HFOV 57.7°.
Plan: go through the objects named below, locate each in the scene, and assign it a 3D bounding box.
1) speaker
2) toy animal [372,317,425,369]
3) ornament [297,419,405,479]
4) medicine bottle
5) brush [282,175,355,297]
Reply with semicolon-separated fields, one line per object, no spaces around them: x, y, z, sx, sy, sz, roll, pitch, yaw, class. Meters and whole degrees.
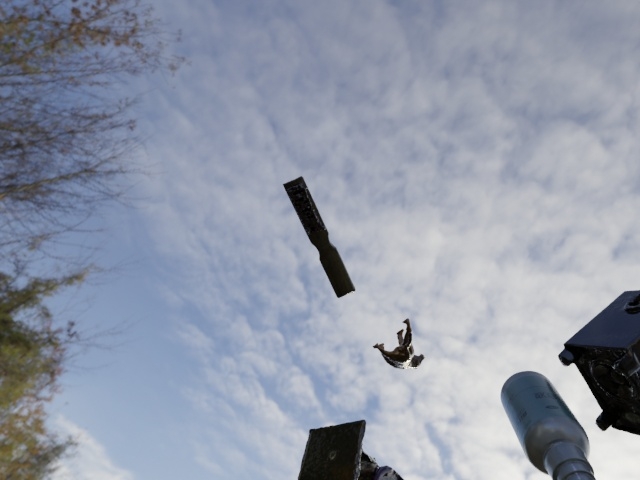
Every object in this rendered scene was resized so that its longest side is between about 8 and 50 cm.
0.679;0.255;1.205;0.232;0.254;0.184;59;-20;-4;speaker
0.222;0.298;1.574;0.116;0.114;0.255;53;-8;17;toy animal
0.075;0.293;0.671;0.081;0.088;0.203;-29;-62;39;ornament
0.408;0.348;1.022;0.110;0.352;0.110;1;-79;5;medicine bottle
0.000;0.000;1.080;0.043;0.036;0.247;-23;-74;6;brush
